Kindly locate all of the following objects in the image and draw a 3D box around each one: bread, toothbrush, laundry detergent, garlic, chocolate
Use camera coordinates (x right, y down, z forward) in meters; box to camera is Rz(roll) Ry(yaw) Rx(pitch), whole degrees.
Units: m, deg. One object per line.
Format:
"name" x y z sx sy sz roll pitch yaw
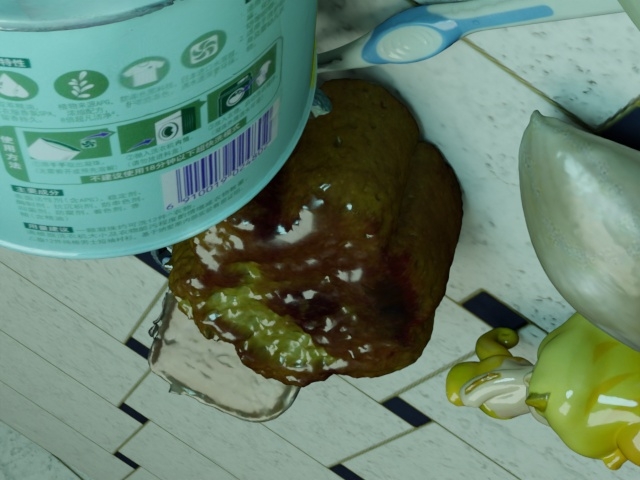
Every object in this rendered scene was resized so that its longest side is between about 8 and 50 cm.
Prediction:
"bread" -0.008 0.007 0.965 0.232 0.135 0.247 -12 133 20
"toothbrush" 0.067 -0.132 0.810 0.386 0.040 0.040 -1 140 49
"laundry detergent" -0.133 -0.180 0.661 0.287 0.287 0.305 28 155 10
"garlic" 0.247 0.029 0.846 0.318 0.112 0.143 27 154 -15
"chocolate" -0.062 0.049 1.181 0.161 0.083 0.261 27 126 4

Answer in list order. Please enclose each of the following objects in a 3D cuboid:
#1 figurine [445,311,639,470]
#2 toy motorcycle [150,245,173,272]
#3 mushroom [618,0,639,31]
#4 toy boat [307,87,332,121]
"figurine" 0.204 0.115 1.009 0.156 0.131 0.246 7 172 -38
"toy motorcycle" -0.083 0.054 1.290 0.205 0.076 0.114 43 144 -17
"mushroom" 0.201 -0.137 0.341 0.315 0.315 0.356 13 137 35
"toy boat" -0.031 -0.145 0.854 0.140 0.066 0.059 56 -169 22
